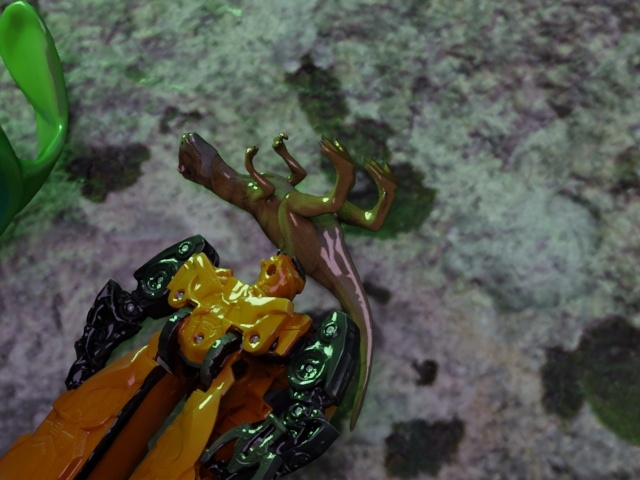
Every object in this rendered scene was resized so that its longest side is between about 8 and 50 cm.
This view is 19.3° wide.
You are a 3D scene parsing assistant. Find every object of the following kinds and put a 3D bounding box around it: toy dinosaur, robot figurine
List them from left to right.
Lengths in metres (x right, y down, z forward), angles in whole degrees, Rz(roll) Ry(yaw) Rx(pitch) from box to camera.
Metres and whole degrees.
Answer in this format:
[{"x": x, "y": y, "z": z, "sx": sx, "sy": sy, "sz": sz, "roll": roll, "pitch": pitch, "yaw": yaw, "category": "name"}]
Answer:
[{"x": -0.097, "y": 0.131, "z": 1.087, "sx": 0.211, "sy": 0.085, "sz": 0.291, "roll": 28, "pitch": 75, "yaw": 43, "category": "robot figurine"}, {"x": 0.000, "y": 0.000, "z": 1.162, "sx": 0.211, "sy": 0.064, "sz": 0.112, "roll": 48, "pitch": 112, "yaw": 19, "category": "toy dinosaur"}]

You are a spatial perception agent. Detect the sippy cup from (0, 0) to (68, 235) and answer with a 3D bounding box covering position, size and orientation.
[{"x": -0.321, "y": -0.092, "z": 1.117, "sx": 0.240, "sy": 0.305, "sz": 0.224, "roll": -31, "pitch": 68, "yaw": 18, "category": "sippy cup"}]
